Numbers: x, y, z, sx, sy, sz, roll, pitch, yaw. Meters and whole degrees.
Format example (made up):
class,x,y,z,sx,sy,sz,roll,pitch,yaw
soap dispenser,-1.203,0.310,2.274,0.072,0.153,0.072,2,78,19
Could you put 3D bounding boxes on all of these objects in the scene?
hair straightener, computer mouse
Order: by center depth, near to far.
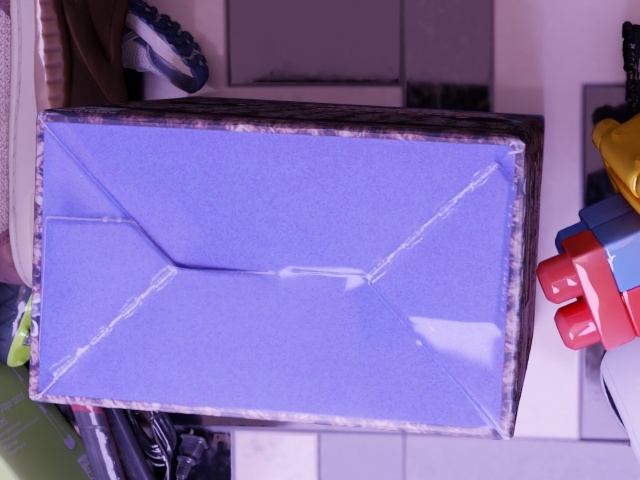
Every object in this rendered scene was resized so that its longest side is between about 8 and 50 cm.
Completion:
class,x,y,z,sx,sy,sz,roll,pitch,yaw
computer mouse,0.233,0.143,0.989,0.106,0.042,0.193,-31,91,13
hair straightener,-0.116,0.138,1.032,0.047,0.089,0.230,-7,111,38

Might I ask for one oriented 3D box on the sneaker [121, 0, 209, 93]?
class,x,y,z,sx,sy,sz,roll,pitch,yaw
sneaker,-0.130,-0.126,1.016,0.135,0.052,0.058,36,106,13

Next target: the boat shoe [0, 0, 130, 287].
class,x,y,z,sx,sy,sz,roll,pitch,yaw
boat shoe,-0.181,-0.139,0.946,0.123,0.123,0.342,7,105,23

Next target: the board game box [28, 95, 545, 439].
class,x,y,z,sx,sy,sz,roll,pitch,yaw
board game box,0.000,0.000,0.882,0.232,0.291,0.141,4,97,8

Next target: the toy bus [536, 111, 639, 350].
class,x,y,z,sx,sy,sz,roll,pitch,yaw
toy bus,0.231,0.017,0.889,0.211,0.149,0.220,-27,111,3

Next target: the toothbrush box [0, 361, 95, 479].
class,x,y,z,sx,sy,sz,roll,pitch,yaw
toothbrush box,-0.304,0.121,1.038,0.206,0.122,0.283,-37,89,12

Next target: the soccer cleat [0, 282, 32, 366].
class,x,y,z,sx,sy,sz,roll,pitch,yaw
soccer cleat,-0.184,-0.009,1.037,0.072,0.060,0.179,17,93,17

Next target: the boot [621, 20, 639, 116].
class,x,y,z,sx,sy,sz,roll,pitch,yaw
boot,0.227,-0.121,0.955,0.099,0.045,0.121,-4,101,10
